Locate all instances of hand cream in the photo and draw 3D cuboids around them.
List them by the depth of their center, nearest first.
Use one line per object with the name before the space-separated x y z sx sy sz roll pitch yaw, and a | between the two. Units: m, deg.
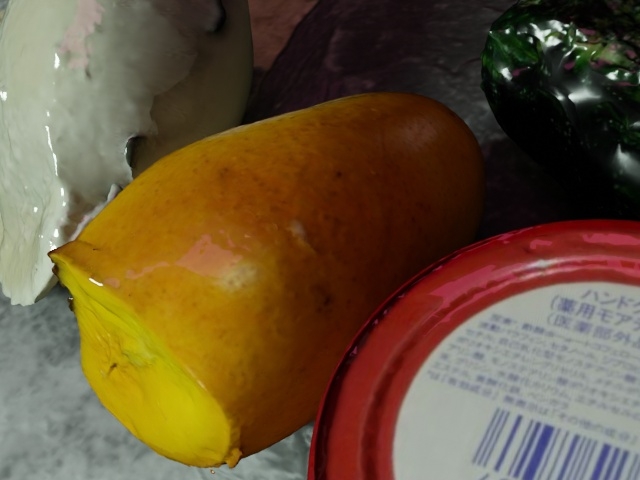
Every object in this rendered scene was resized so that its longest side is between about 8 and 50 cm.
hand cream | 0.111 0.114 0.386 0.230 0.149 0.230 -9 51 11

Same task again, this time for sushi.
sushi | 0.194 -0.069 0.532 0.127 0.124 0.225 -38 58 -17

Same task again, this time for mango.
mango | 0.000 0.000 0.501 0.257 0.187 0.138 -38 80 -28

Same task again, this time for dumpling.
dumpling | -0.162 -0.096 0.641 0.227 0.175 0.243 -8 27 48
